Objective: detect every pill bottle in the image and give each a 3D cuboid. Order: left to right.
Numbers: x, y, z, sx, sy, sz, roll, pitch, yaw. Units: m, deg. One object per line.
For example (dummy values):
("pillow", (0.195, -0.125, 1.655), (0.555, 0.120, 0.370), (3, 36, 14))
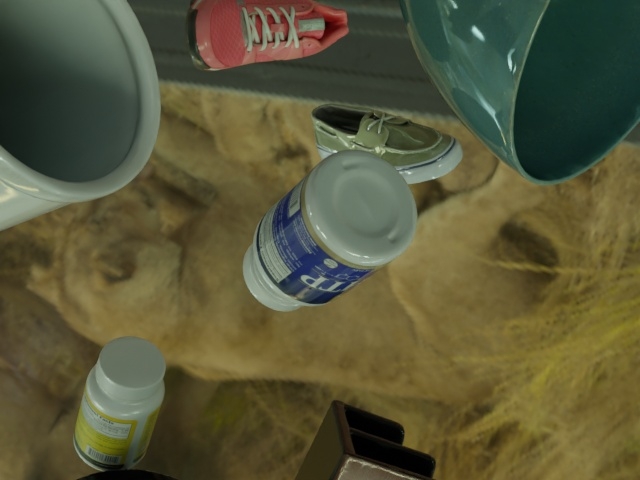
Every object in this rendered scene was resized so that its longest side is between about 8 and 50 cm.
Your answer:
("pill bottle", (-0.303, 0.249, 1.736), (0.119, 0.119, 0.208), (26, 132, 3))
("pill bottle", (0.000, 0.000, 1.085), (0.112, 0.112, 0.186), (34, 147, -11))

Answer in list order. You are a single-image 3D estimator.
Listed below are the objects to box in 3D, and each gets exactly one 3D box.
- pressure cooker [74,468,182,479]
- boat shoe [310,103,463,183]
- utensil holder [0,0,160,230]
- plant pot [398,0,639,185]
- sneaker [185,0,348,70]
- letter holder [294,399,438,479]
("pressure cooker", (-0.294, 0.608, 1.749), (0.370, 0.375, 0.420), (22, 131, 17))
("boat shoe", (0.093, -0.161, 1.841), (0.302, 0.109, 0.094), (10, 139, 44))
("utensil holder", (-0.445, -0.156, 1.386), (0.385, 0.327, 0.327), (-18, 128, 34))
("plant pot", (0.176, -0.219, 0.937), (0.195, 0.290, 0.290), (37, 155, 30))
("sneaker", (-0.069, -0.310, 1.621), (0.136, 0.314, 0.116), (1, 104, 31))
("letter holder", (0.061, 0.418, 1.620), (0.214, 0.152, 0.302), (21, 107, -13))
